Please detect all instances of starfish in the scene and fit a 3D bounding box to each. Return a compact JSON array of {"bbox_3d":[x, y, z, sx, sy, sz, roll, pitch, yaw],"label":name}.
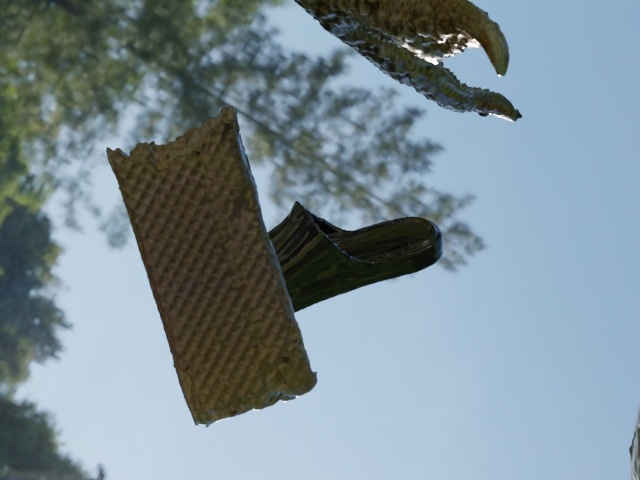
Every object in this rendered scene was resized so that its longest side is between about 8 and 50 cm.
[{"bbox_3d":[0.005,-0.202,0.928,0.078,0.358,0.347,-48,166,8],"label":"starfish"}]

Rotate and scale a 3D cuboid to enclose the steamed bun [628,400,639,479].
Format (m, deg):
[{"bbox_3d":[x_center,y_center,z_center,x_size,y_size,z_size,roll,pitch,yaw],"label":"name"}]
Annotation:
[{"bbox_3d":[0.405,0.207,1.222,0.272,0.273,0.290,-115,-162,-57],"label":"steamed bun"}]

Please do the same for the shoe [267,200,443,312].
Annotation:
[{"bbox_3d":[0.000,0.000,1.273,0.108,0.241,0.093,-130,-153,-65],"label":"shoe"}]

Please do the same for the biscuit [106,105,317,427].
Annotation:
[{"bbox_3d":[-0.084,0.021,1.036,0.108,0.239,0.062,-17,-175,-4],"label":"biscuit"}]
